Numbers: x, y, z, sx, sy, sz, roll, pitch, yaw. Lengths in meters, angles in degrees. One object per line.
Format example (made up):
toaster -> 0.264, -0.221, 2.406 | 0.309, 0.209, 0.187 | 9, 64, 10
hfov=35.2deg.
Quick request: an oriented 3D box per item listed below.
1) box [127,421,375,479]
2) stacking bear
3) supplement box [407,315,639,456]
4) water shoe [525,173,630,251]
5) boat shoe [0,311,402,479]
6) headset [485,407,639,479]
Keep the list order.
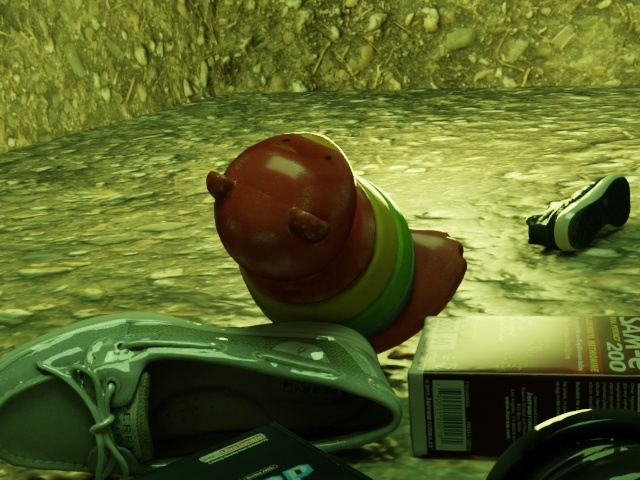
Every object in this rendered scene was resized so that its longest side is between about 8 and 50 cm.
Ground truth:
box -> -0.069, 0.194, 0.616 | 0.220, 0.051, 0.175 | -16, 19, -32
stacking bear -> 0.000, 0.000, 0.863 | 0.175, 0.164, 0.289 | 31, -5, 23
supplement box -> 0.195, 0.112, 0.791 | 0.239, 0.073, 0.130 | -1, 15, 12
water shoe -> 0.334, -0.042, 1.302 | 0.080, 0.073, 0.203 | 5, 17, 39
boat shoe -> -0.100, 0.124, 0.769 | 0.320, 0.118, 0.103 | 0, 15, -13
headset -> 0.192, 0.189, 0.476 | 0.394, 0.185, 0.243 | -28, 19, -21
